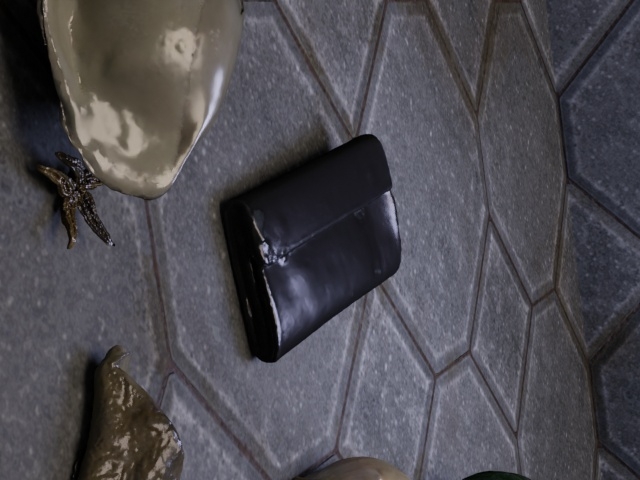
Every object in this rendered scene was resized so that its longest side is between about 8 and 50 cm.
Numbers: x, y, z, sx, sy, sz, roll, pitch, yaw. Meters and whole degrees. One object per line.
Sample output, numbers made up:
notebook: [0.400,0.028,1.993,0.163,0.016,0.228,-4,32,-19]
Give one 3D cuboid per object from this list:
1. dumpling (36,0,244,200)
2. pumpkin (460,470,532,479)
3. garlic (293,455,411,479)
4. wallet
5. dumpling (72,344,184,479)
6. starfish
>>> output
dumpling: [-0.205,-0.229,1.534,0.260,0.181,0.341,41,71,-36]
pumpkin: [0.288,0.535,2.435,0.300,0.207,0.300,-1,91,-53]
garlic: [0.067,0.459,1.987,0.249,0.286,0.313,-27,110,-17]
wallet: [0.001,0.000,2.031,0.406,0.062,0.228,-33,117,-58]
dumpling: [-0.201,0.289,1.529,0.166,0.086,0.332,44,50,-52]
starfish: [-0.249,-0.054,1.534,0.130,0.041,0.133,-45,133,-49]
